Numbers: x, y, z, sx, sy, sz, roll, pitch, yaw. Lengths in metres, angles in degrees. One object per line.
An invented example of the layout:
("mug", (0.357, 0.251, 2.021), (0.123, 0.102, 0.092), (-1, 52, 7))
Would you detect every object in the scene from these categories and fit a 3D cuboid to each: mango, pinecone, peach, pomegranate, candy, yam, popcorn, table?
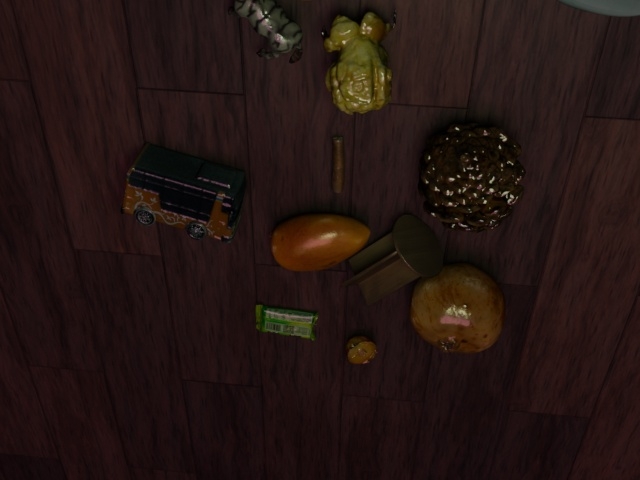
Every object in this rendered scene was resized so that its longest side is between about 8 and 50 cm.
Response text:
("mango", (0.000, 0.000, 1.827), (0.252, 0.126, 0.154), (-8, 138, 13))
("pinecone", (0.318, -0.133, 1.619), (0.243, 0.244, 0.257), (19, 170, -8))
("peach", (0.113, 0.302, 2.092), (0.098, 0.061, 0.098), (-11, 134, -12))
("pomegranate", (0.341, 0.174, 1.850), (0.248, 0.248, 0.248), (4, 129, 5))
("candy", (-0.095, 0.228, 2.080), (0.178, 0.032, 0.102), (8, 125, 4))
("yam", (0.042, -0.178, 1.739), (0.032, 0.032, 0.145), (3, 129, 5))
("popcorn", (0.085, -0.360, 1.521), (0.173, 0.168, 0.195), (-6, 90, 26))
("table", (0.166, 0.061, 1.845), (0.167, 0.167, 0.226), (37, 133, -20))

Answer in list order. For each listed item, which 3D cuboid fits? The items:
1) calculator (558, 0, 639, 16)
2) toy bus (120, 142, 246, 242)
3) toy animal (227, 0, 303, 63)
("calculator", (0.534, -0.519, 1.391), (0.298, 0.041, 0.185), (15, 129, -6))
("toy bus", (-0.320, -0.113, 1.776), (0.275, 0.138, 0.167), (17, 127, -3))
("toy animal", (-0.130, -0.456, 1.459), (0.090, 0.170, 0.255), (-49, 129, -5))
